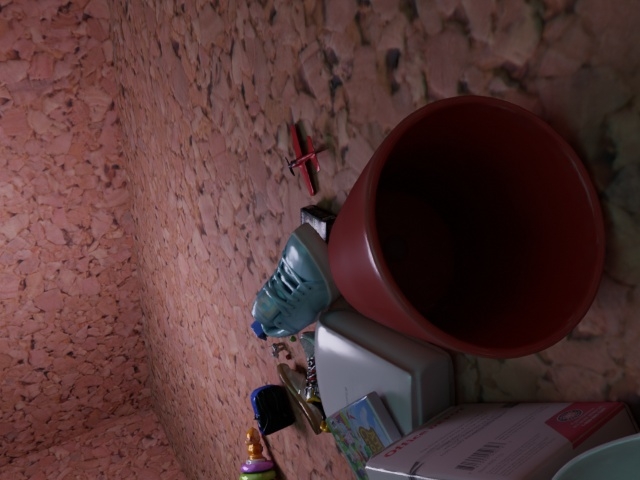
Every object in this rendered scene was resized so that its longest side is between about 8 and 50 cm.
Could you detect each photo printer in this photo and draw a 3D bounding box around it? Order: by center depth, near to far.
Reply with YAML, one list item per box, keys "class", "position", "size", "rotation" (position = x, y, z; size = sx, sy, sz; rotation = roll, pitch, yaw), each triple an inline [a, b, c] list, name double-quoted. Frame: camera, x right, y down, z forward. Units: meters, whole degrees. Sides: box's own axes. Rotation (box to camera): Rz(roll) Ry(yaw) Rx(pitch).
- class: "photo printer"
  position: [0.098, 0.268, 0.934]
  size: [0.308, 0.107, 0.255]
  rotation: [19, 120, 54]

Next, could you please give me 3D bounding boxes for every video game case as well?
- class: "video game case"
  position: [0.098, 0.370, 0.859]
  size: [0.212, 0.023, 0.193]
  rotation: [60, 148, 17]

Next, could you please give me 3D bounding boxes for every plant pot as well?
- class: "plant pot"
  position: [0.136, -0.001, 0.620]
  size: [0.243, 0.275, 0.274]
  rotation: [152, 100, -70]

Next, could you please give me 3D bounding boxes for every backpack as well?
- class: "backpack"
  position: [-0.144, 0.459, 1.428]
  size: [0.101, 0.098, 0.120]
  rotation: [-22, 86, 63]

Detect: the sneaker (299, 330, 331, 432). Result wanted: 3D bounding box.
- class: "sneaker"
  position: [0.006, 0.302, 1.114]
  size: [0.225, 0.093, 0.088]
  rotation: [66, 149, 14]

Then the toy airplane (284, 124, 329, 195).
- class: "toy airplane"
  position: [-0.031, -0.159, 1.019]
  size: [0.151, 0.028, 0.151]
  rotation: [34, 133, 46]

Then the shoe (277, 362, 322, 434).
- class: "shoe"
  position: [-0.038, 0.375, 1.267]
  size: [0.219, 0.058, 0.076]
  rotation: [46, 160, 44]

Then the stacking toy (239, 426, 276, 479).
- class: "stacking toy"
  position: [-0.198, 0.743, 1.626]
  size: [0.175, 0.166, 0.301]
  rotation: [41, -139, -69]

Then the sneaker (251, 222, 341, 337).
- class: "sneaker"
  position: [-0.056, 0.107, 0.999]
  size: [0.135, 0.150, 0.366]
  rotation: [48, 156, 21]

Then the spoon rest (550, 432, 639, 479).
- class: "spoon rest"
  position: [0.304, 0.197, 0.441]
  size: [0.137, 0.084, 0.276]
  rotation: [38, 95, 34]

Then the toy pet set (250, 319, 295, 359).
- class: "toy pet set"
  position: [-0.124, 0.241, 1.323]
  size: [0.114, 0.065, 0.122]
  rotation: [48, 141, 36]

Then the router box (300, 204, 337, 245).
- class: "router box"
  position: [0.000, 0.000, 1.034]
  size: [0.092, 0.038, 0.122]
  rotation: [29, 128, 49]

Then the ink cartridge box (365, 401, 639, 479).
- class: "ink cartridge box"
  position: [0.222, 0.295, 0.649]
  size: [0.283, 0.207, 0.117]
  rotation: [-33, 77, 59]
